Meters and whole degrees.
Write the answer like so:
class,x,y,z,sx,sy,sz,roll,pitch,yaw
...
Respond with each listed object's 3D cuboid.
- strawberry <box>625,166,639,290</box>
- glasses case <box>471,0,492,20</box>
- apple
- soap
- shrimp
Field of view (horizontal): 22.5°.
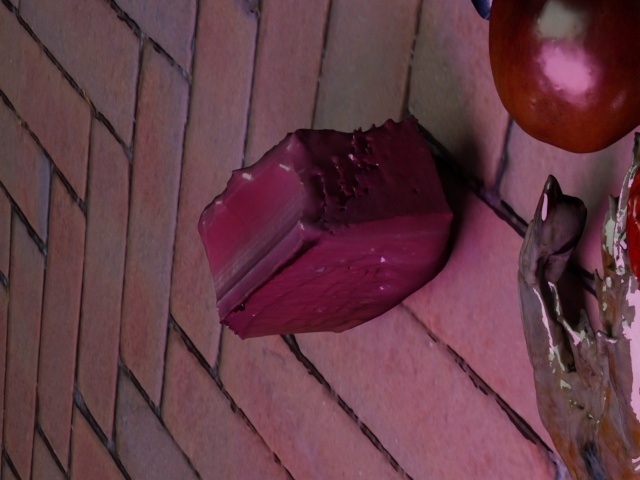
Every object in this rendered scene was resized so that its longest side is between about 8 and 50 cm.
class,x,y,z,sx,sy,sz,roll,pitch,yaw
strawberry,0.297,0.000,0.922,0.277,0.257,0.257,-115,28,-60
glasses case,0.136,-0.233,1.396,0.033,0.023,0.083,-53,51,56
apple,0.195,-0.145,1.178,0.156,0.147,0.158,33,129,30
soap,0.000,0.000,1.510,0.325,0.220,0.127,-38,59,58
shrimp,0.217,0.057,1.227,0.247,0.085,0.360,-126,27,-45
